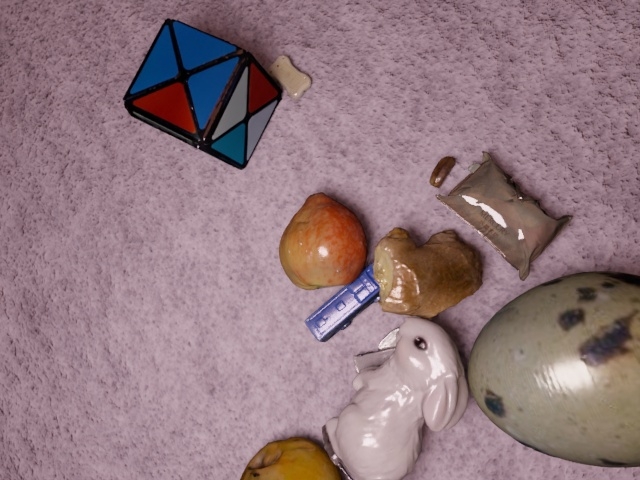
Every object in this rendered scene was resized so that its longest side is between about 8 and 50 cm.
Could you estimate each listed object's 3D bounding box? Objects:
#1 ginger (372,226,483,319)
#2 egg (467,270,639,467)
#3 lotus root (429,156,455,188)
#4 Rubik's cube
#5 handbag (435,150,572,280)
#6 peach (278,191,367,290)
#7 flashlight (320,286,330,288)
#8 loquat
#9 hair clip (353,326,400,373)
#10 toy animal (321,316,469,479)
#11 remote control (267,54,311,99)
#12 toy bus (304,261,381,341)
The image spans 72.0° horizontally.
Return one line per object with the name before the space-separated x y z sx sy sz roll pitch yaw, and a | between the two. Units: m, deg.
ginger | 0.228 0.059 0.968 0.276 0.130 0.221 -39 88 -31
egg | 0.499 0.239 0.826 0.428 0.345 0.345 -22 81 12
lotus root | 0.293 -0.169 1.063 0.037 0.030 0.083 32 92 14
Rubik's cube | -0.280 -0.349 1.091 0.246 0.250 0.248 29 94 13
handbag | 0.415 -0.067 0.989 0.182 0.117 0.270 -44 77 -3
peach | 0.000 0.000 1.018 0.233 0.232 0.232 -1 85 12
flashlight | 0.024 0.108 1.101 0.083 0.018 0.018 -9 83 11
loquat | -0.060 0.570 0.981 0.244 0.244 0.243 -1 85 12
hair clip | 0.190 0.277 1.037 0.220 0.054 0.140 -12 78 8
toy animal | 0.170 0.342 0.911 0.357 0.194 0.258 -56 41 18
remote control | -0.082 -0.431 1.164 0.074 0.032 0.122 -44 77 5
toy bus | 0.074 0.148 1.048 0.236 0.094 0.079 -41 79 6
